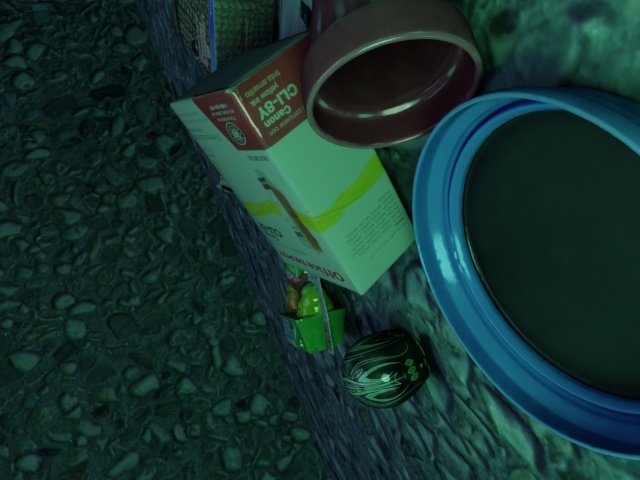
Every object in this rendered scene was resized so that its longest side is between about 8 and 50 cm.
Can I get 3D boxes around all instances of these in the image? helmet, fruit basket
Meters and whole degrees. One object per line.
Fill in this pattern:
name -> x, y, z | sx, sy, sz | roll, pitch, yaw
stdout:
helmet -> 0.128, 0.273, 0.965 | 0.169, 0.162, 0.169 | 55, 158, 36
fruit basket -> -0.055, 0.150, 1.362 | 0.327, 0.166, 0.352 | 168, 84, -72

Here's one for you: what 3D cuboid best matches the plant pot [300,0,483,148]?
plant pot -> 0.067, -0.238, 0.547 | 0.201, 0.202, 0.180 | 113, 148, -65

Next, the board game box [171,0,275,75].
board game box -> -0.235, -0.541, 1.067 | 0.291, 0.141, 0.232 | 53, 150, 32

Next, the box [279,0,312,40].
box -> 0.002, -0.325, 0.773 | 0.169, 0.087, 0.289 | 59, 159, 26

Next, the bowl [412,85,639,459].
bowl -> 0.245, 0.029, 0.494 | 0.391, 0.077, 0.391 | 56, 158, 36

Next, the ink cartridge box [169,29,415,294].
ink cartridge box -> -0.042, -0.117, 0.777 | 0.279, 0.160, 0.384 | 18, 147, 55

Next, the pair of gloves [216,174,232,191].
pair of gloves -> -0.201, -0.138, 1.408 | 0.042, 0.240, 0.204 | -69, 20, -5
